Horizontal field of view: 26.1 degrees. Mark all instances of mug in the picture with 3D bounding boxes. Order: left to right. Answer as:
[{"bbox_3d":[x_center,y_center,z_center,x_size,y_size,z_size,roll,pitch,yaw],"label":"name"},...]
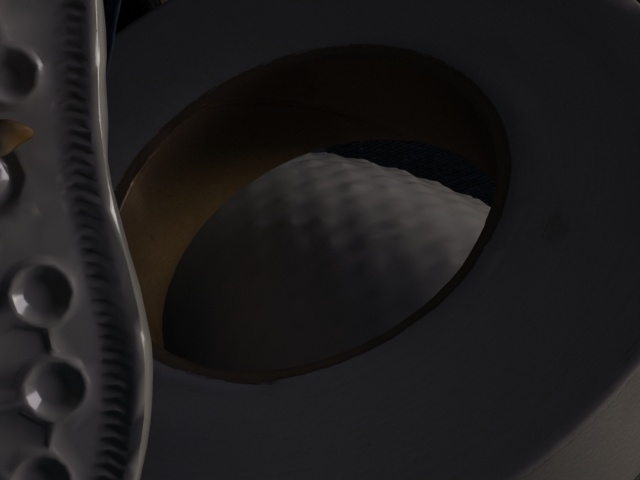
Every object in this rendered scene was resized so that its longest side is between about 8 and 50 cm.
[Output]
[{"bbox_3d":[0.047,0.095,0.901,0.374,0.276,0.328,16,11,-47],"label":"mug"}]

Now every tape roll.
[{"bbox_3d":[0.000,0.000,0.677,0.072,0.392,0.392,64,8,-46],"label":"tape roll"}]

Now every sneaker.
[{"bbox_3d":[-0.148,0.010,0.577,0.236,0.130,0.323,-178,-91,-75],"label":"sneaker"}]

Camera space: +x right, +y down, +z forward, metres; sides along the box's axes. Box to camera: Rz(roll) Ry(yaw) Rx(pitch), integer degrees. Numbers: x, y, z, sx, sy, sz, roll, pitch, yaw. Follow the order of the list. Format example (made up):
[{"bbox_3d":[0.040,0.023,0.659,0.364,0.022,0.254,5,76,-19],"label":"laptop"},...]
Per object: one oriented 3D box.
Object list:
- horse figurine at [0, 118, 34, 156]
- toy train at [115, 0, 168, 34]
[{"bbox_3d":[-0.198,-0.065,0.385,0.066,0.174,0.263,17,-40,59],"label":"horse figurine"},{"bbox_3d":[-0.125,-0.161,1.157,0.190,0.142,0.334,62,16,-5],"label":"toy train"}]
